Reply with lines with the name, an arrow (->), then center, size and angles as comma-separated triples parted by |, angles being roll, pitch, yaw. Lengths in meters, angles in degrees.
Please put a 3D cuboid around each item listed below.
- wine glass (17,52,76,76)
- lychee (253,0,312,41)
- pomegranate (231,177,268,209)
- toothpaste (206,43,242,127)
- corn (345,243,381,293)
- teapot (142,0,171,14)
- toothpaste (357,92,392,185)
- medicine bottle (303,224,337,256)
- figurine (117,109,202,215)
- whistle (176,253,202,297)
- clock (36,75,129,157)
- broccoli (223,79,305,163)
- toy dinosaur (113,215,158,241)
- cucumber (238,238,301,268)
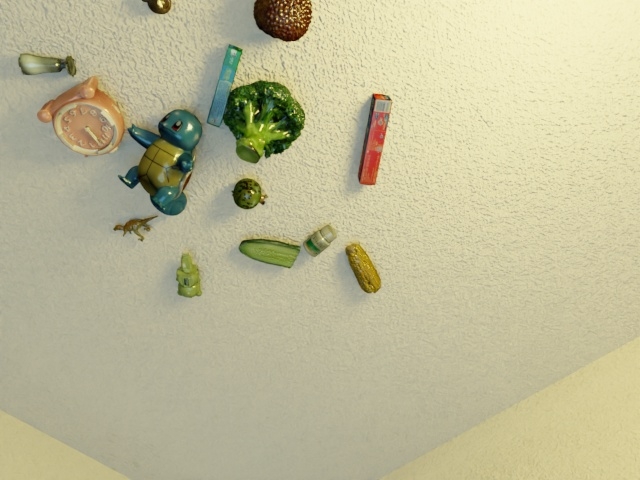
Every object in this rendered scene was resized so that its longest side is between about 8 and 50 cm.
wine glass -> -0.895, -0.575, 1.564 | 0.155, 0.072, 0.072 | 1, 120, -4
lychee -> -0.111, -0.707, 1.457 | 0.188, 0.188, 0.188 | -1, 120, -1
pomegranate -> -0.261, -0.171, 1.802 | 0.161, 0.122, 0.122 | 15, 121, -37
toothpaste -> -0.327, -0.521, 1.618 | 0.050, 0.065, 0.267 | 18, 118, -12
corn -> 0.181, 0.123, 1.994 | 0.097, 0.097, 0.262 | -24, 118, 12
teapot -> -0.501, -0.760, 1.468 | 0.085, 0.080, 0.110 | 4, 110, -37
toothpaste -> 0.194, -0.360, 1.724 | 0.066, 0.076, 0.321 | 6, 119, -6
medicine bottle -> 0.000, 0.000, 1.924 | 0.130, 0.080, 0.080 | -39, 114, 20
figurine -> -0.541, -0.247, 1.674 | 0.298, 0.243, 0.416 | 35, 123, 26
whistle -> -0.554, 0.152, 1.991 | 0.105, 0.085, 0.228 | 1, 121, -3
clock -> -0.789, -0.407, 1.638 | 0.227, 0.142, 0.241 | -26, 128, 9
broccoli -> -0.203, -0.382, 1.589 | 0.297, 0.297, 0.298 | 16, 151, 9
toy dinosaur -> -0.731, -0.069, 1.884 | 0.126, 0.039, 0.162 | 30, 114, -16
cucumber -> -0.210, 0.035, 1.947 | 0.243, 0.063, 0.115 | 13, 125, -10
